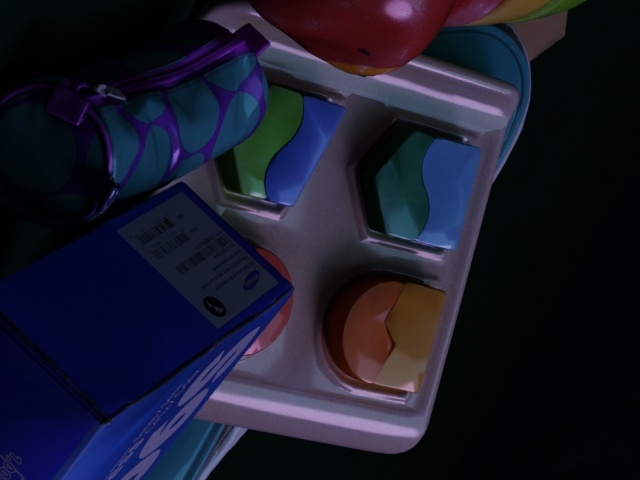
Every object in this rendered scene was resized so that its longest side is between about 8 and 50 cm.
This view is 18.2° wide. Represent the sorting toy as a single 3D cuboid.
[{"bbox_3d":[0.000,0.000,0.999,0.193,0.038,0.208,14,96,-31],"label":"sorting toy"}]

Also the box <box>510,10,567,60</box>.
[{"bbox_3d":[0.099,-0.133,1.327,0.164,0.021,0.201,-36,164,-6],"label":"box"}]

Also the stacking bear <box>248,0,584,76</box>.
[{"bbox_3d":[0.071,-0.167,0.964,0.289,0.175,0.164,-29,126,-44],"label":"stacking bear"}]

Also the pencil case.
[{"bbox_3d":[-0.081,-0.054,0.871,0.070,0.064,0.152,-51,172,29],"label":"pencil case"}]

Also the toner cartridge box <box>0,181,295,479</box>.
[{"bbox_3d":[-0.162,0.137,0.890,0.348,0.075,0.165,-52,170,30],"label":"toner cartridge box"}]

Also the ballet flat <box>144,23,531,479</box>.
[{"bbox_3d":[-0.050,0.021,1.081,0.400,0.139,0.139,-50,166,-9],"label":"ballet flat"}]
